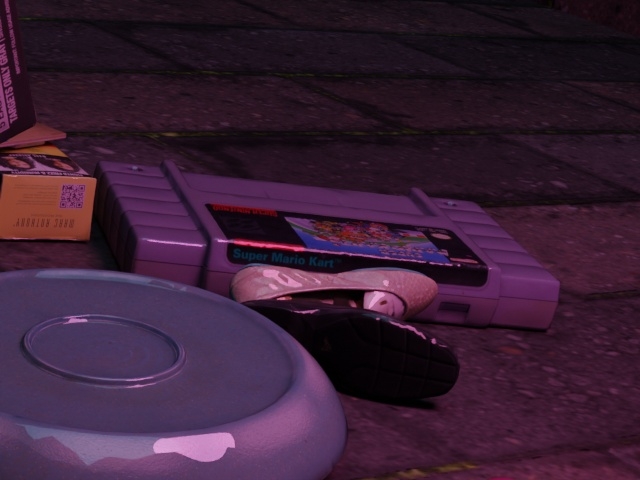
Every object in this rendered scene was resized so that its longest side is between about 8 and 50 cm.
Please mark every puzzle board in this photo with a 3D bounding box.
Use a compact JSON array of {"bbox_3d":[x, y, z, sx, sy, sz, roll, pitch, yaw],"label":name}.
[{"bbox_3d":[-0.287,-0.092,1.593,0.096,0.011,0.128,21,19,27],"label":"puzzle board"}]

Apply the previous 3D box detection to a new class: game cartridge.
[{"bbox_3d":[0.000,0.000,1.604,0.355,0.068,0.230,6,12,-17],"label":"game cartridge"}]

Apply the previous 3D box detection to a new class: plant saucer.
[{"bbox_3d":[-0.137,0.083,1.207,0.317,0.044,0.317,7,20,-2],"label":"plant saucer"}]

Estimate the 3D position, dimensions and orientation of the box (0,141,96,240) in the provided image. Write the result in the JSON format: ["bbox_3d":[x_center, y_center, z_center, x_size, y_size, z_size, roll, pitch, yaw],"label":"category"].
[{"bbox_3d":[-0.272,-0.063,1.632,0.087,0.058,0.232,1,18,-29],"label":"box"}]

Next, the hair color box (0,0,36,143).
[{"bbox_3d":[-0.363,-0.093,1.229,0.113,0.185,0.374,20,38,35],"label":"hair color box"}]

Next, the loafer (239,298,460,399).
[{"bbox_3d":[0.018,0.070,1.367,0.170,0.062,0.061,14,13,9],"label":"loafer"}]

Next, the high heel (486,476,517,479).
[{"bbox_3d":[0.184,0.191,0.997,0.117,0.082,0.244,-12,31,-32],"label":"high heel"}]

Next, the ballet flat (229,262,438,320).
[{"bbox_3d":[0.012,0.052,1.465,0.168,0.057,0.052,2,46,-17],"label":"ballet flat"}]
